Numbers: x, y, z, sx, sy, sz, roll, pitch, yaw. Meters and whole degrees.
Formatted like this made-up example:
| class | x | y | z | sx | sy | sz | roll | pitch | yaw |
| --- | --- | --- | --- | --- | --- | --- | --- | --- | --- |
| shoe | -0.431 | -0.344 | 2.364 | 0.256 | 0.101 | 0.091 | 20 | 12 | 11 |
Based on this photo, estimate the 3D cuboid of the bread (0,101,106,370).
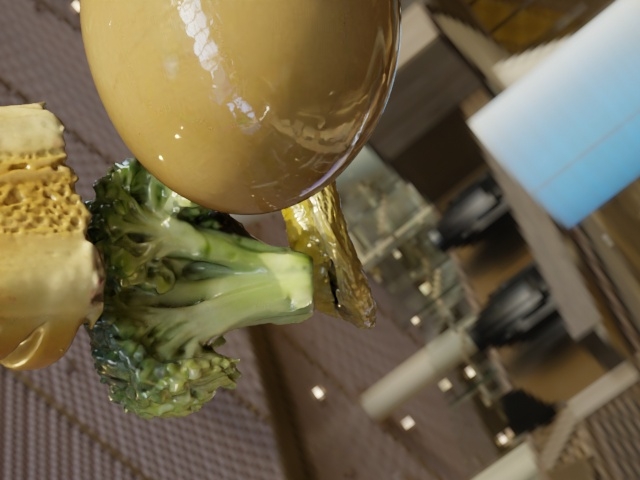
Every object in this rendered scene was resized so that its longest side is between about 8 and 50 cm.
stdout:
| class | x | y | z | sx | sy | sz | roll | pitch | yaw |
| --- | --- | --- | --- | --- | --- | --- | --- | --- | --- |
| bread | -0.393 | 0.005 | 1.514 | 0.270 | 0.211 | 0.316 | -6 | -120 | -33 |

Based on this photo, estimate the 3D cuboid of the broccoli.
| class | x | y | z | sx | sy | sz | roll | pitch | yaw |
| --- | --- | --- | --- | --- | --- | --- | --- | --- | --- |
| broccoli | -0.147 | 0.044 | 1.661 | 0.348 | 0.281 | 0.293 | -94 | 4 | -58 |

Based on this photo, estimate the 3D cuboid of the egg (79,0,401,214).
| class | x | y | z | sx | sy | sz | roll | pitch | yaw |
| --- | --- | --- | --- | --- | --- | --- | --- | --- | --- |
| egg | -0.072 | -0.206 | 1.318 | 0.301 | 0.301 | 0.374 | 25 | -134 | -56 |

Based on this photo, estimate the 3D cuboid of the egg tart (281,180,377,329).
| class | x | y | z | sx | sy | sz | roll | pitch | yaw |
| --- | --- | --- | --- | --- | --- | --- | --- | --- | --- |
| egg tart | 0.000 | 0.000 | 1.888 | 0.279 | 0.095 | 0.279 | -20 | -90 | -90 |
